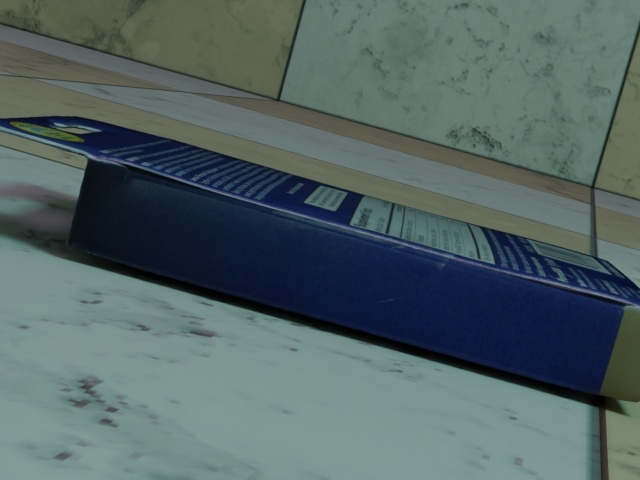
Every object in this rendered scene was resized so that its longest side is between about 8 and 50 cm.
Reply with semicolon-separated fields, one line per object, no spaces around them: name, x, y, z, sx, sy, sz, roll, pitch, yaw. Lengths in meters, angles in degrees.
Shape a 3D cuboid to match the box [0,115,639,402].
box;0.000;0.000;0.502;0.225;0.036;0.136;17;7;3
